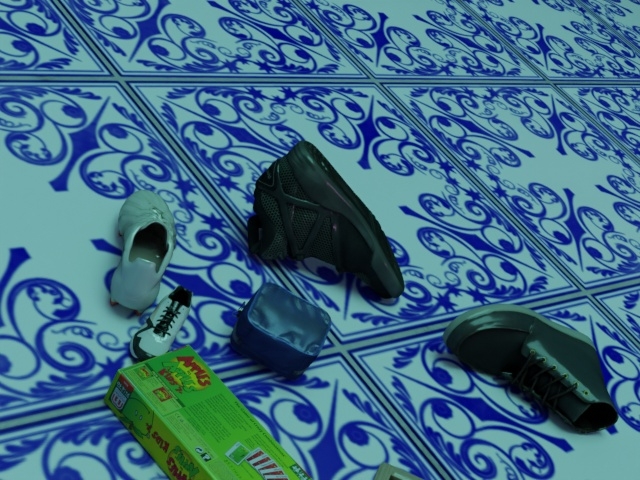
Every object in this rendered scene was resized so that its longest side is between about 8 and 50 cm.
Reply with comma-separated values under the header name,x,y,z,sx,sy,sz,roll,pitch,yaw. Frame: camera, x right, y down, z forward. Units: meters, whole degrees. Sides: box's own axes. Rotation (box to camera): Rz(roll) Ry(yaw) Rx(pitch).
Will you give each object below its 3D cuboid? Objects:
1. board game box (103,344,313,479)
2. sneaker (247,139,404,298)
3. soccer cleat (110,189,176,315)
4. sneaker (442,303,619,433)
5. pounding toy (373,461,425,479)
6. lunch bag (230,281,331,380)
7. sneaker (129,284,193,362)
name,x,y,z,sx,sy,sz,roll,pitch,yaw
board game box,-0.102,0.181,1.055,0.181,0.043,0.092,44,34,22
sneaker,0.000,0.000,1.374,0.227,0.130,0.087,47,18,-27
soccer cleat,-0.179,-0.003,1.223,0.068,0.076,0.196,20,32,-15
sneaker,0.252,0.149,1.352,0.222,0.083,0.118,14,35,-26
pounding toy,0.036,0.284,0.984,0.206,0.094,0.181,23,36,7
lunch bag,-0.046,0.095,1.205,0.098,0.065,0.067,30,47,-2
sneaker,-0.156,0.082,1.153,0.040,0.043,0.109,28,33,-6
